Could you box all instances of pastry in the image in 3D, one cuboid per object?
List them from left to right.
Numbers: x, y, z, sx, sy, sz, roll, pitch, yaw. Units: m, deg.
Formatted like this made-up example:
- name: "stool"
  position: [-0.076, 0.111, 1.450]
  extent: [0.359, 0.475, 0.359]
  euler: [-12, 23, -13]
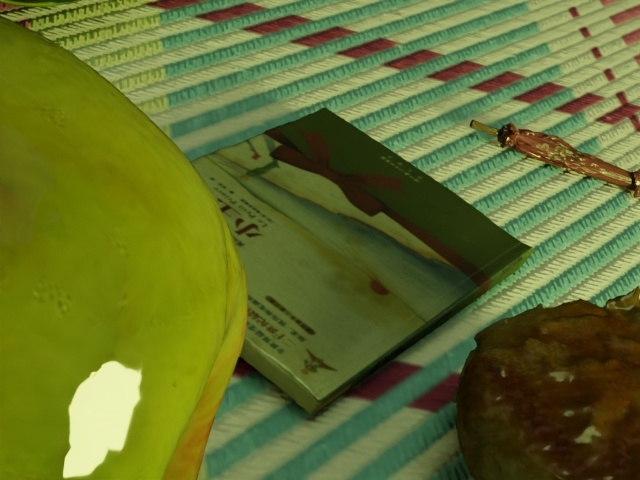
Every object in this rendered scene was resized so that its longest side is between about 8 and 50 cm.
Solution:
- name: "pastry"
  position: [0.183, 0.117, 0.867]
  extent: [0.218, 0.100, 0.229]
  euler: [35, 41, 27]

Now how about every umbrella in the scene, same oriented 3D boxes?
- name: "umbrella"
  position: [0.200, -0.070, 1.230]
  extent: [0.165, 0.025, 0.027]
  euler: [19, 10, -11]

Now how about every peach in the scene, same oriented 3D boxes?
- name: "peach"
  position: [-0.190, 0.043, 0.545]
  extent: [0.315, 0.281, 0.314]
  euler: [36, 51, 0]

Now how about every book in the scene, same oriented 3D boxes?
- name: "book"
  position: [0.000, 0.000, 0.992]
  extent: [0.201, 0.026, 0.289]
  euler: [36, 34, 17]

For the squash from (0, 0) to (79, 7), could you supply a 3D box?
- name: "squash"
  position: [-0.206, -0.311, 1.139]
  extent: [0.233, 0.210, 0.309]
  euler: [35, 24, -15]
